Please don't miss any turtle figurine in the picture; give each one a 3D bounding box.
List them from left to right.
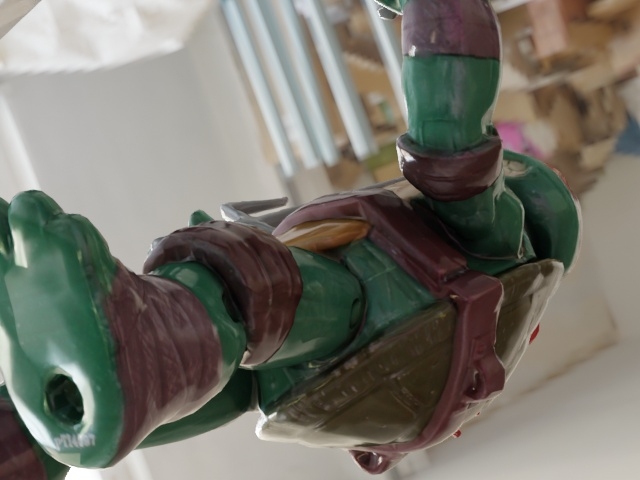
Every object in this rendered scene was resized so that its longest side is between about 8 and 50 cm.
[{"bbox_3d":[0.000,0.000,0.422,0.234,0.118,0.175,-24,156,-47],"label":"turtle figurine"}]

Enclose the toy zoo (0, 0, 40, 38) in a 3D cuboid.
[{"bbox_3d":[-0.145,-0.186,0.645,0.030,0.192,0.293,-30,-178,-40],"label":"toy zoo"}]
